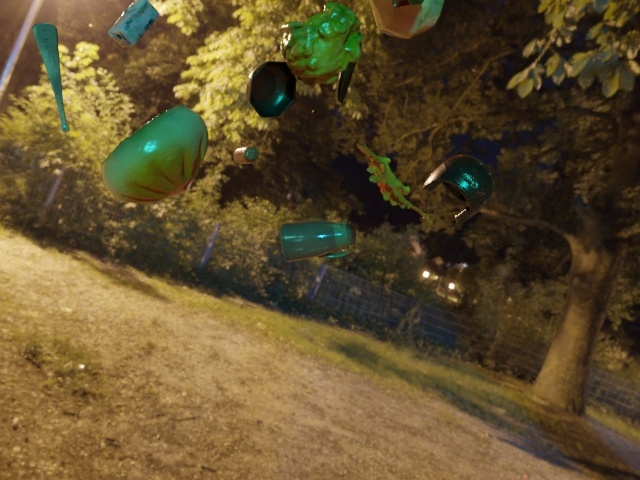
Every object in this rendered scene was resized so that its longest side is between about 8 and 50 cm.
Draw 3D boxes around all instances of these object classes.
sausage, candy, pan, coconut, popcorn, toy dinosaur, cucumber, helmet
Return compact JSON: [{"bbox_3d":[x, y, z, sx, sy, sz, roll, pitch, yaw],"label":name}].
[{"bbox_3d":[-0.275,-0.313,1.887,0.062,0.062,0.154,22,-5,-28],"label":"sausage"},{"bbox_3d":[-0.606,-0.701,1.661,0.092,0.160,0.073,8,-29,37],"label":"candy"},{"bbox_3d":[-0.104,-0.335,1.213,0.048,0.128,0.202,37,-8,39],"label":"pan"},{"bbox_3d":[0.260,-0.750,1.594,0.237,0.236,0.197,22,27,-20],"label":"coconut"},{"bbox_3d":[0.007,-0.419,1.107,0.155,0.198,0.197,65,-15,-15],"label":"popcorn"},{"bbox_3d":[0.180,-0.144,1.331,0.288,0.070,0.117,53,26,10],"label":"toy dinosaur"},{"bbox_3d":[0.073,-0.456,1.354,0.036,0.184,0.033,-2,31,-40],"label":"cucumber"},{"bbox_3d":[0.446,-0.172,1.620,0.189,0.193,0.216,45,12,1],"label":"helmet"}]

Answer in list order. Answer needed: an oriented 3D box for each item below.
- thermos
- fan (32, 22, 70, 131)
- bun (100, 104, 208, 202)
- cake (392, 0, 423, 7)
[{"bbox_3d":[0.000,0.000,1.901,0.265,0.146,0.176,-7,-45,7],"label":"thermos"},{"bbox_3d":[-0.710,-0.426,1.363,0.057,0.281,0.023,-11,30,-27],"label":"fan"},{"bbox_3d":[-0.395,-0.193,1.296,0.164,0.299,0.299,53,-7,-10],"label":"bun"},{"bbox_3d":[0.213,-0.764,1.366,0.287,0.135,0.098,64,-13,-10],"label":"cake"}]
